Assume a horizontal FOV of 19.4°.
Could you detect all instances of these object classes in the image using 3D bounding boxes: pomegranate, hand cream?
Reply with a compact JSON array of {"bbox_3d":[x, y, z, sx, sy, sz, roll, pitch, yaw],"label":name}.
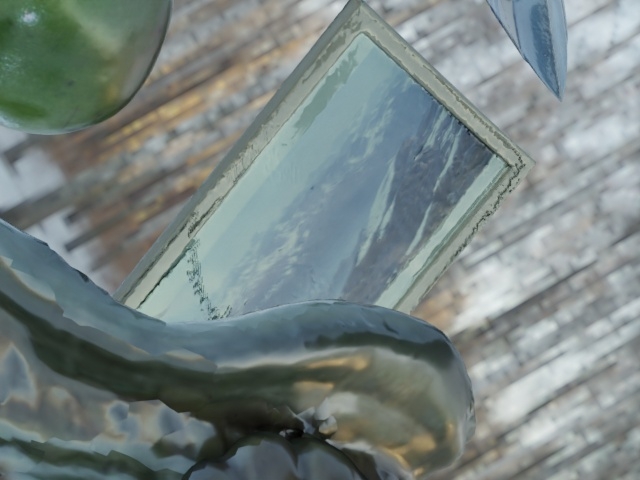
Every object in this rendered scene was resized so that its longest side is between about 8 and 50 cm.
[{"bbox_3d":[-0.202,-0.161,1.162,0.187,0.225,0.187,-177,-90,-64],"label":"pomegranate"},{"bbox_3d":[0.091,-0.141,0.916,0.170,0.043,0.065,-108,-179,-49],"label":"hand cream"}]

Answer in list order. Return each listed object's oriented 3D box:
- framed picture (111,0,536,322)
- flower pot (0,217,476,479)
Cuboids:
[{"bbox_3d":[0.000,0.000,1.536,0.247,0.335,0.022,38,2,-38],"label":"framed picture"},{"bbox_3d":[-0.090,0.112,0.651,0.302,0.302,0.213,77,26,-79],"label":"flower pot"}]
